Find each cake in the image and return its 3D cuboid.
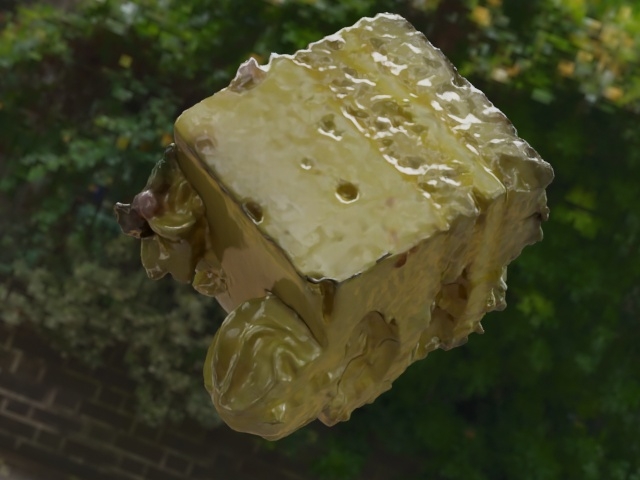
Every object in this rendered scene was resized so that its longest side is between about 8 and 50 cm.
[{"bbox_3d":[0.000,0.000,1.168,0.227,0.286,0.222,49,-26,30],"label":"cake"}]
